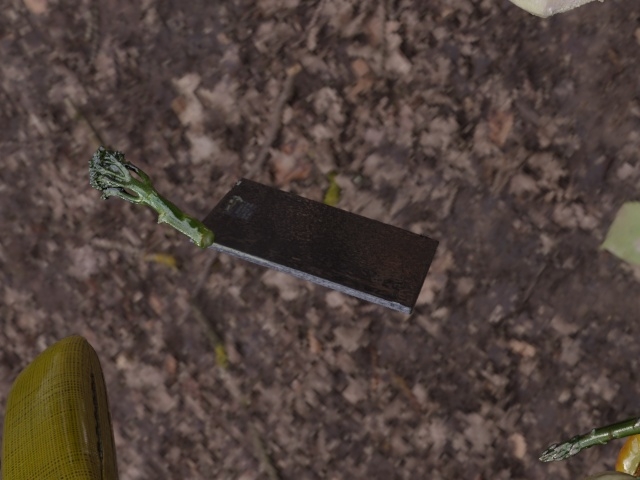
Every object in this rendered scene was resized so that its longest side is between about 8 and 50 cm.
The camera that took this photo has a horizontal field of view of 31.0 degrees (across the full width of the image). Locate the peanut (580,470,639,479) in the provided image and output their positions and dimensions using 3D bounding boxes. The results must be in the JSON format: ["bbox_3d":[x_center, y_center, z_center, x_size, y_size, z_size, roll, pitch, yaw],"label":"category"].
[{"bbox_3d":[0.374,0.469,1.673,0.340,0.174,0.158,-55,54,30],"label":"peanut"}]

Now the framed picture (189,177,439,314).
[{"bbox_3d":[0.000,0.000,1.737,0.338,0.255,0.014,18,116,6],"label":"framed picture"}]

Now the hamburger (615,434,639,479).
[{"bbox_3d":[0.576,0.348,1.738,0.170,0.246,0.246,54,146,42],"label":"hamburger"}]

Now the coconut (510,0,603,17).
[{"bbox_3d":[0.255,-0.337,1.210,0.194,0.194,0.194,19,128,25],"label":"coconut"}]

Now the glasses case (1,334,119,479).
[{"bbox_3d":[-0.182,0.146,0.805,0.079,0.234,0.064,-41,117,7],"label":"glasses case"}]

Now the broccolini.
[{"bbox_3d":[-0.218,-0.045,1.450,0.216,0.058,0.067,39,148,31],"label":"broccolini"}]

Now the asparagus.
[{"bbox_3d":[0.358,0.248,1.458,0.027,0.034,0.236,57,145,3],"label":"asparagus"}]
